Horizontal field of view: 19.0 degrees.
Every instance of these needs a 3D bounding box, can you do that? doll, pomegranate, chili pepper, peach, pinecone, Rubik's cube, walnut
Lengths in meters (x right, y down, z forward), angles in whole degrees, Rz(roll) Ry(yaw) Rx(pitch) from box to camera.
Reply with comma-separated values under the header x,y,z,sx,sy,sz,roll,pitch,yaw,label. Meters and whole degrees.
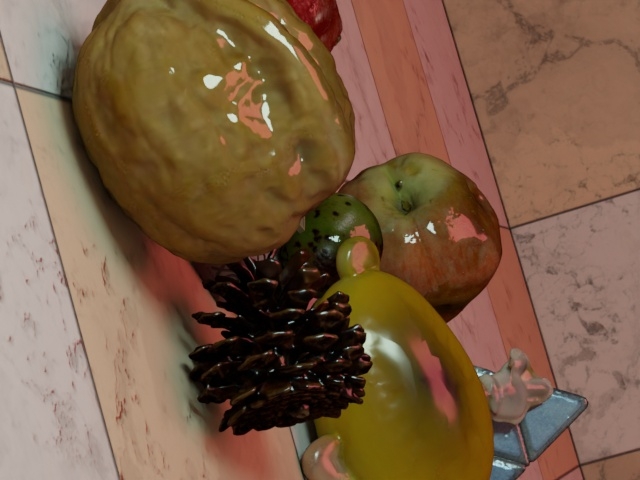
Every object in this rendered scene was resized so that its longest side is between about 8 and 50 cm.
x,y,z,sx,sy,sz,roll,pitch,yaw,label
0.120,0.237,2.024,0.348,0.161,0.423,22,65,-36,doll
0.005,0.006,2.088,0.130,0.130,0.130,-17,90,-77,pomegranate
-0.051,-0.232,2.200,0.252,0.136,0.144,-70,-173,-53,chili pepper
0.118,0.013,2.323,0.235,0.214,0.214,66,13,-53,peach
-0.042,0.082,1.684,0.163,0.163,0.165,44,29,-64,pinecone
0.132,0.237,2.220,0.233,0.228,0.228,-6,121,-41,Rubik's cube
-0.091,-0.112,1.603,0.224,0.257,0.257,-47,125,-37,walnut

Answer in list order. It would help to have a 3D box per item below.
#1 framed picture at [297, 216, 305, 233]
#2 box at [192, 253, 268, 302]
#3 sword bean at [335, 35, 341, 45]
x,y,z,sx,sy,sz,roll,pitch,yaw,label
-0.077,-0.114,2.008,0.201,0.010,0.136,49,24,-29,framed picture
-0.100,-0.028,1.803,0.156,0.060,0.111,58,21,-44,box
-0.034,-0.368,2.555,0.043,0.038,0.269,-56,132,-41,sword bean
